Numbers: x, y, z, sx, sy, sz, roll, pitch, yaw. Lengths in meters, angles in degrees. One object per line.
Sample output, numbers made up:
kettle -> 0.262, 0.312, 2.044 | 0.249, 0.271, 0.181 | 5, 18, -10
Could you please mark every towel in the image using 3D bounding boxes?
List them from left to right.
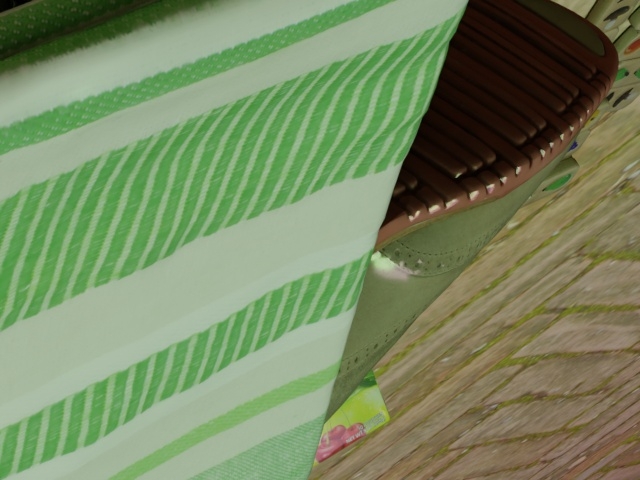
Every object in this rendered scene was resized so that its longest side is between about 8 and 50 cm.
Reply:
towel -> -0.069, 0.042, 0.560 | 0.248, 0.038, 0.325 | -27, 151, -30

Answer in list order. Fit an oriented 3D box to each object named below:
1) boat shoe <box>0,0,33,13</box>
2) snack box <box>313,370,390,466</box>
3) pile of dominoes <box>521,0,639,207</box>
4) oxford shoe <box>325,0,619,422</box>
boat shoe -> -0.128, -0.075, 0.600 | 0.049, 0.040, 0.142 | -38, 162, 13
snack box -> -0.043, 0.085, 0.946 | 0.141, 0.037, 0.100 | -31, 124, -14
pile of dominoes -> 0.158, -0.101, 1.028 | 0.196, 0.040, 0.251 | -24, 161, -27
oxford shoe -> 0.000, 0.000, 0.808 | 0.348, 0.123, 0.130 | -34, 148, -32
